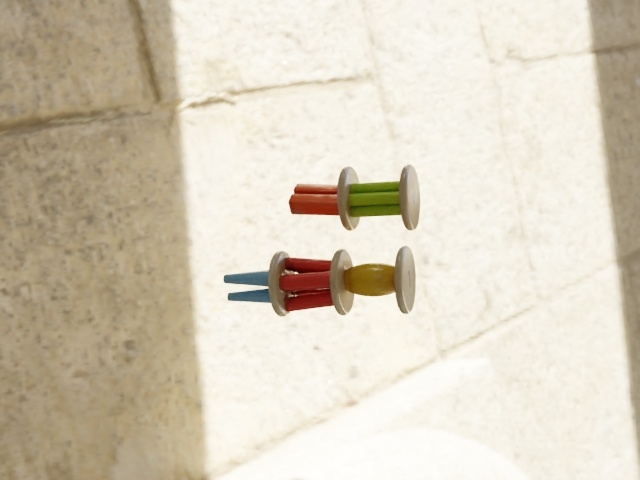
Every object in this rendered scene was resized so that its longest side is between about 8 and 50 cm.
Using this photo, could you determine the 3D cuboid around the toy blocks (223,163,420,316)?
[{"bbox_3d":[0.000,0.000,0.844,0.054,0.148,0.123,54,37,-62],"label":"toy blocks"}]
